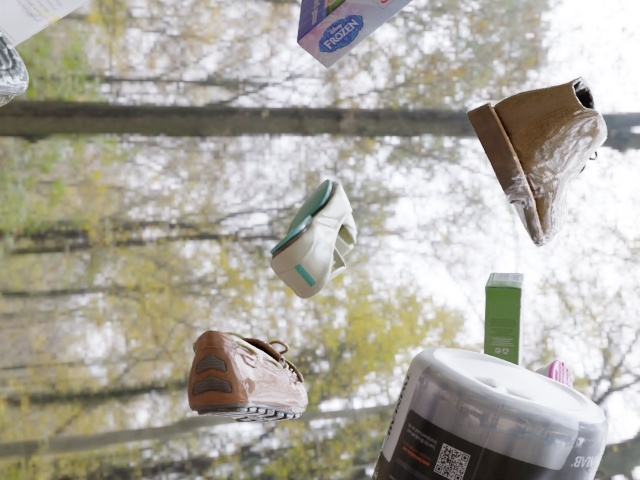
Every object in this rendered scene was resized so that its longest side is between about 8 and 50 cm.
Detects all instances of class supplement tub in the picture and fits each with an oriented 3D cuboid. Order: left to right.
[{"bbox_3d":[0.141,0.295,1.062,0.207,0.207,0.338,31,-75,63],"label":"supplement tub"}]

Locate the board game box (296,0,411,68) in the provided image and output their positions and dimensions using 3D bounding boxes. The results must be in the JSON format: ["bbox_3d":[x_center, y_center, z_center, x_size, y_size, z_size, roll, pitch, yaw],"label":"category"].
[{"bbox_3d":[0.105,-0.431,1.432,0.318,0.066,0.319,-35,-146,32],"label":"board game box"}]

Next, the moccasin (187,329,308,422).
[{"bbox_3d":[-0.112,0.207,1.645,0.380,0.139,0.147,32,53,-66],"label":"moccasin"}]

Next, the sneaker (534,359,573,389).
[{"bbox_3d":[0.309,0.261,1.465,0.103,0.111,0.252,-75,146,-45],"label":"sneaker"}]

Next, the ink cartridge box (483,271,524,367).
[{"bbox_3d":[0.308,0.166,1.773,0.109,0.062,0.209,-39,131,-72],"label":"ink cartridge box"}]

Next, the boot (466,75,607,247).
[{"bbox_3d":[0.235,-0.074,1.052,0.112,0.115,0.305,67,11,19],"label":"boot"}]

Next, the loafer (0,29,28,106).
[{"bbox_3d":[-0.295,-0.102,0.620,0.087,0.251,0.094,-49,-121,35],"label":"loafer"}]

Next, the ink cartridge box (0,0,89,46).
[{"bbox_3d":[-0.411,-0.354,1.317,0.168,0.232,0.171,58,-3,8],"label":"ink cartridge box"}]

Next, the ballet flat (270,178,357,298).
[{"bbox_3d":[0.000,0.000,1.221,0.248,0.086,0.086,-59,158,-67],"label":"ballet flat"}]
